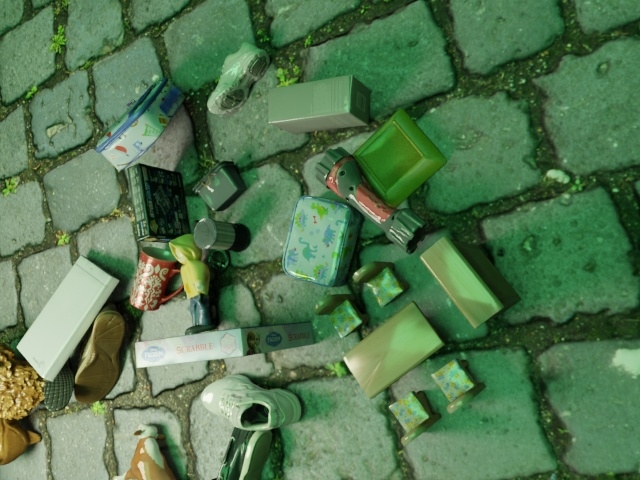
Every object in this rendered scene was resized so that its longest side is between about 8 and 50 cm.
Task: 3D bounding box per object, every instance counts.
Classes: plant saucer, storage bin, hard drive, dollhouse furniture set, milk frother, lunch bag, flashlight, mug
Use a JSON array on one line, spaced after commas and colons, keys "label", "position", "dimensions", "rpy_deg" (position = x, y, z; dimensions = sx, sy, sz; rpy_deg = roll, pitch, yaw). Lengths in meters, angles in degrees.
[{"label": "plant saucer", "position": [0.176, -0.201, 1.338], "dimensions": [0.188, 0.045, 0.188], "rpy_deg": [-43, 69, 19]}, {"label": "storage bin", "position": [-0.283, -0.149, 1.559], "dimensions": [0.135, 0.098, 0.091], "rpy_deg": [-41, 80, 20]}, {"label": "hard drive", "position": [-0.803, 0.234, 1.738], "dimensions": [0.233, 0.047, 0.353], "rpy_deg": [22, 76, 41]}, {"label": "dollhouse furniture set", "position": [0.204, 0.189, 1.175], "dimensions": [0.394, 0.256, 0.362], "rpy_deg": [-42, 68, 19]}, {"label": "milk frother", "position": [-0.291, 0.015, 1.520], "dimensions": [0.129, 0.134, 0.143], "rpy_deg": [5, 88, 35]}, {"label": "lunch bag", "position": [0.000, 0.000, 1.392], "dimensions": [0.176, 0.090, 0.219], "rpy_deg": [14, 93, 27]}, {"label": "lunch bag", "position": [-0.516, -0.353, 1.605], "dimensions": [0.243, 0.115, 0.303], "rpy_deg": [-35, 28, 24]}, {"label": "flashlight", "position": [0.120, -0.102, 1.290], "dimensions": [0.304, 0.103, 0.103], "rpy_deg": [41, 96, 26]}, {"label": "mug", "position": [-0.492, 0.124, 1.638], "dimensions": [0.150, 0.113, 0.169], "rpy_deg": [27, 102, 29]}]

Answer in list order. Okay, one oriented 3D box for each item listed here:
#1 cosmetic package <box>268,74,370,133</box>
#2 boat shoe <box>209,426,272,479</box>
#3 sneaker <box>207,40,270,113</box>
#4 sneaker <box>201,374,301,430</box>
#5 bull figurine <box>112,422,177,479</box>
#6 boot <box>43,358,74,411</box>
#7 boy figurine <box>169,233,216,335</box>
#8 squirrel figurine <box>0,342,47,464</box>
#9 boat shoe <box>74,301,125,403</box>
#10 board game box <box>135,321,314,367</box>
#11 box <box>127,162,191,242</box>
[{"label": "cosmetic package", "position": [-0.005, -0.342, 1.400], "dimensions": [0.237, 0.127, 0.107], "rpy_deg": [2, 88, 26]}, {"label": "boat shoe", "position": [-0.239, 0.643, 1.454], "dimensions": [0.113, 0.127, 0.340], "rpy_deg": [19, 94, 29]}, {"label": "sneaker", "position": [-0.249, -0.467, 1.571], "dimensions": [0.232, 0.090, 0.115], "rpy_deg": [-47, 60, 8]}, {"label": "sneaker", "position": [-0.208, 0.426, 1.439], "dimensions": [0.305, 0.152, 0.114], "rpy_deg": [-1, 88, 29]}, {"label": "bull figurine", "position": [-0.496, 0.697, 1.604], "dimensions": [0.188, 0.101, 0.310], "rpy_deg": [-47, 65, 21]}, {"label": "boot", "position": [-0.828, 0.464, 1.758], "dimensions": [0.161, 0.083, 0.247], "rpy_deg": [106, 153, -42]}, {"label": "boy figurine", "position": [-0.359, 0.121, 1.549], "dimensions": [0.177, 0.092, 0.285], "rpy_deg": [-17, 84, 66]}, {"label": "squirrel figurine", "position": [-1.101, 0.558, 1.848], "dimensions": [0.397, 0.281, 0.371], "rpy_deg": [-39, 76, 23]}, {"label": "boat shoe", "position": [-0.706, 0.356, 1.746], "dimensions": [0.123, 0.123, 0.342], "rpy_deg": [45, 121, 55]}, {"label": "board game box", "position": [-0.229, 0.257, 1.368], "dimensions": [0.317, 0.318, 0.066], "rpy_deg": [-12, 79, 26]}, {"label": "box", "position": [-0.468, -0.104, 1.602], "dimensions": [0.051, 0.175, 0.221], "rpy_deg": [-17, 79, 27]}]
